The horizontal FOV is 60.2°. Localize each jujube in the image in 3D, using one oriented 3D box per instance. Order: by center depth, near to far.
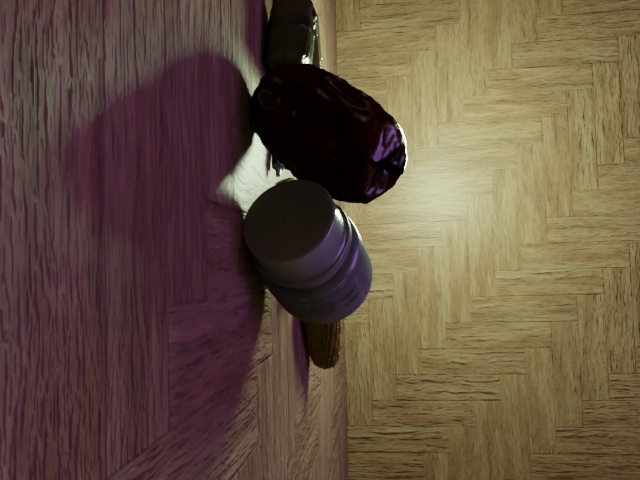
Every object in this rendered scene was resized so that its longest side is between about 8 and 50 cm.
[{"bbox_3d":[0.014,-0.234,1.226,0.259,0.376,0.258,-60,174,-11],"label":"jujube"}]

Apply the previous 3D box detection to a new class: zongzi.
[{"bbox_3d":[-0.073,-0.517,1.511,0.274,0.125,0.251,73,23,-73],"label":"zongzi"}]

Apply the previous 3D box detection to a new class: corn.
[{"bbox_3d":[0.008,0.293,1.923,0.144,0.143,0.388,-85,173,-47],"label":"corn"}]

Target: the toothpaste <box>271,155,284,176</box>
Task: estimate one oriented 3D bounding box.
[{"bbox_3d":[-0.113,-0.256,1.472,0.057,0.034,0.197,88,0,-67],"label":"toothpaste"}]

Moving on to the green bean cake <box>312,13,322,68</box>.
[{"bbox_3d":[-0.055,-0.613,1.738,0.085,0.109,0.179,-85,170,-53],"label":"green bean cake"}]

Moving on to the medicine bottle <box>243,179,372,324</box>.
[{"bbox_3d":[-0.025,0.030,1.243,0.306,0.244,0.245,62,26,-56],"label":"medicine bottle"}]

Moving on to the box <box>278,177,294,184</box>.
[{"bbox_3d":[-0.097,-0.136,1.618,0.156,0.022,0.089,-54,141,-79],"label":"box"}]
